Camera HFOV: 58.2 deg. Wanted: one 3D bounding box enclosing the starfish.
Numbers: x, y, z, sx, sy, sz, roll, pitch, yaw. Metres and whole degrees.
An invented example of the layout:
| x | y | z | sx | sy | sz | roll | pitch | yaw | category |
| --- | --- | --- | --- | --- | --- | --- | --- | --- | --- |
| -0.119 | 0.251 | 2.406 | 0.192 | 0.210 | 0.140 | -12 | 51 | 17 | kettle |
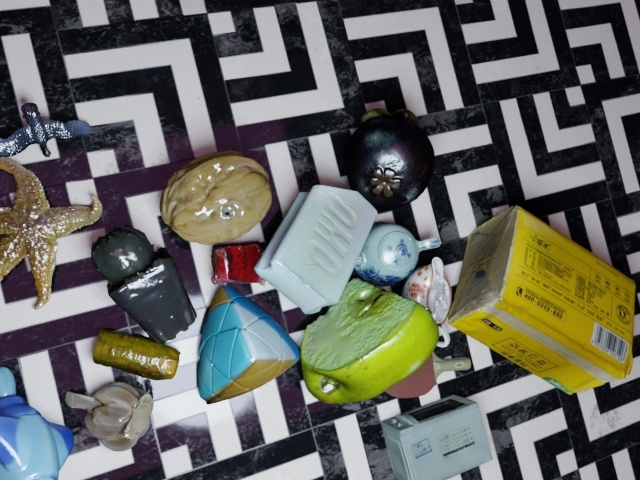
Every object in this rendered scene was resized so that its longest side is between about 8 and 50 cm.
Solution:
| x | y | z | sx | sy | sz | roll | pitch | yaw | category |
| --- | --- | --- | --- | --- | --- | --- | --- | --- | --- |
| -0.611 | -0.015 | 1.170 | 0.299 | 0.060 | 0.303 | 8 | 83 | -18 | starfish |

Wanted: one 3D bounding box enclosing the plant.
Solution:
| x | y | z | sx | sy | sz | roll | pitch | yaw | category |
| --- | --- | --- | --- | --- | --- | --- | --- | --- | --- |
| -0.359 | 0.084 | 1.185 | 0.142 | 0.164 | 0.256 | -36 | 110 | -13 | plant |

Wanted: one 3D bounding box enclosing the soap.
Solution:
| x | y | z | sx | sy | sz | roll | pitch | yaw | category |
| --- | --- | --- | --- | --- | --- | --- | --- | --- | --- |
| 0.000 | 0.000 | 1.233 | 0.173 | 0.095 | 0.290 | 42 | 51 | -19 | soap |

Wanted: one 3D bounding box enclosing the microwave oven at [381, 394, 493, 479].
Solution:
| x | y | z | sx | sy | sz | roll | pitch | yaw | category |
| --- | --- | --- | --- | --- | --- | --- | --- | --- | --- |
| 0.269 | 0.469 | 1.346 | 0.208 | 0.122 | 0.162 | -15 | 89 | -17 | microwave oven |

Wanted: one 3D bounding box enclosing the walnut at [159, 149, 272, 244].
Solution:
| x | y | z | sx | sy | sz | roll | pitch | yaw | category |
| --- | --- | --- | --- | --- | --- | --- | --- | --- | --- |
| -0.217 | -0.090 | 1.226 | 0.245 | 0.198 | 0.198 | -27 | 92 | -17 | walnut |

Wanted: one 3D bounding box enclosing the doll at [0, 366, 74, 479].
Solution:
| x | y | z | sx | sy | sz | roll | pitch | yaw | category |
| --- | --- | --- | --- | --- | --- | --- | --- | --- | --- |
| -0.598 | 0.434 | 1.035 | 0.376 | 0.187 | 0.366 | 23 | 74 | 0 | doll |

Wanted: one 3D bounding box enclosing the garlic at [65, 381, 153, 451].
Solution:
| x | y | z | sx | sy | sz | roll | pitch | yaw | category |
| --- | --- | --- | --- | --- | --- | --- | --- | --- | --- |
| -0.432 | 0.352 | 1.167 | 0.194 | 0.127 | 0.131 | 5 | 62 | 10 | garlic |

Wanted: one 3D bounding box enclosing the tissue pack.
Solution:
| x | y | z | sx | sy | sz | roll | pitch | yaw | category |
| --- | --- | --- | --- | --- | --- | --- | --- | --- | --- |
| 0.532 | 0.145 | 1.380 | 0.382 | 0.228 | 0.293 | 31 | 58 | -13 | tissue pack |

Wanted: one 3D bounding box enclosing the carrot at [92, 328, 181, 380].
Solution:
| x | y | z | sx | sy | sz | roll | pitch | yaw | category |
| --- | --- | --- | --- | --- | --- | --- | --- | --- | --- |
| -0.382 | 0.242 | 1.203 | 0.173 | 0.082 | 0.082 | 17 | 80 | -7 | carrot |

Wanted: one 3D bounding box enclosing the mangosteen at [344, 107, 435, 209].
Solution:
| x | y | z | sx | sy | sz | roll | pitch | yaw | category |
| --- | --- | --- | --- | --- | --- | --- | --- | --- | --- |
| 0.163 | -0.194 | 1.347 | 0.242 | 0.243 | 0.243 | 2 | 84 | -16 | mangosteen |

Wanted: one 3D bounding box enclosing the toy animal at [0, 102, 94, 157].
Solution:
| x | y | z | sx | sy | sz | roll | pitch | yaw | category |
| --- | --- | --- | --- | --- | --- | --- | --- | --- | --- |
| -0.587 | -0.226 | 1.196 | 0.220 | 0.062 | 0.108 | -20 | 90 | -29 | toy animal |

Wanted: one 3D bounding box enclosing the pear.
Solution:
| x | y | z | sx | sy | sz | roll | pitch | yaw | category |
| --- | --- | --- | --- | --- | --- | --- | --- | --- | --- |
| 0.095 | 0.247 | 1.254 | 0.282 | 0.286 | 0.176 | -44 | 117 | -16 | pear |

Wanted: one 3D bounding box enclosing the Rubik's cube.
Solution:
| x | y | z | sx | sy | sz | roll | pitch | yaw | category |
| --- | --- | --- | --- | --- | --- | --- | --- | --- | --- |
| -0.170 | 0.200 | 1.195 | 0.254 | 0.254 | 0.255 | 2 | 84 | -16 | Rubik's cube |

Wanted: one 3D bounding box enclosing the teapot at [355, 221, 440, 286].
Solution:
| x | y | z | sx | sy | sz | roll | pitch | yaw | category |
| --- | --- | --- | --- | --- | --- | --- | --- | --- | --- |
| 0.169 | 0.028 | 1.349 | 0.232 | 0.159 | 0.159 | -12 | 88 | -17 | teapot |

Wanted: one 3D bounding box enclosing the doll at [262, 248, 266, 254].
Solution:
| x | y | z | sx | sy | sz | roll | pitch | yaw | category |
| --- | --- | --- | --- | --- | --- | --- | --- | --- | --- |
| -0.054 | 0.066 | 1.299 | 0.107 | 0.110 | 0.181 | -28 | 99 | 12 | doll |

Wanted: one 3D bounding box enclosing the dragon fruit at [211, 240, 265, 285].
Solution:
| x | y | z | sx | sy | sz | roll | pitch | yaw | category |
| --- | --- | --- | --- | --- | --- | --- | --- | --- | --- |
| -0.197 | 0.054 | 1.272 | 0.147 | 0.096 | 0.102 | 7 | 75 | -57 | dragon fruit |

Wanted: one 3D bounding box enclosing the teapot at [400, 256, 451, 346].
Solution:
| x | y | z | sx | sy | sz | roll | pitch | yaw | category |
| --- | --- | --- | --- | --- | --- | --- | --- | --- | --- |
| 0.259 | 0.151 | 1.379 | 0.159 | 0.116 | 0.246 | -53 | 128 | -47 | teapot |

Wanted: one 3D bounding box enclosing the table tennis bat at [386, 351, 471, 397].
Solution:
| x | y | z | sx | sy | sz | roll | pitch | yaw | category |
| --- | --- | --- | --- | --- | --- | --- | --- | --- | --- |
| 0.254 | 0.312 | 1.414 | 0.246 | 0.022 | 0.138 | -1 | 85 | -14 | table tennis bat |
